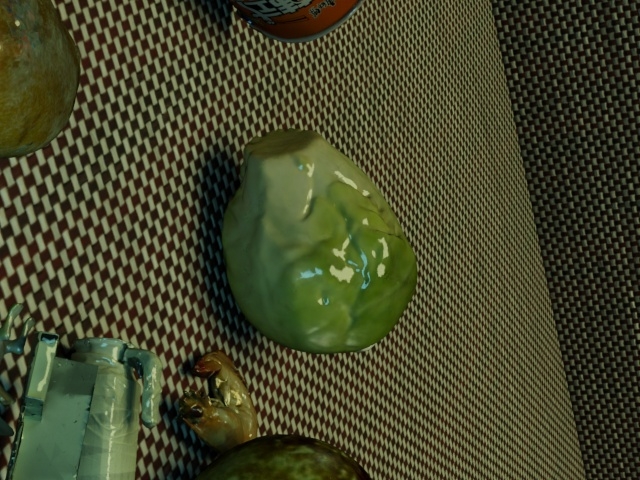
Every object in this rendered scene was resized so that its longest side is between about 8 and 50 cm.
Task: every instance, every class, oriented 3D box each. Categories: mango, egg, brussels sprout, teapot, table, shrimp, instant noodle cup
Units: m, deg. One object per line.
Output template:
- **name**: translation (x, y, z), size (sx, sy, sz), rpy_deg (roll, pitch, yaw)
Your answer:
- **mango**: translation (-0.300, -0.170, 1.177), size (0.316, 0.146, 0.192), rpy_deg (-15, 99, -82)
- **egg**: translation (-0.052, 0.343, 1.499), size (0.289, 0.238, 0.238), rpy_deg (14, 70, -50)
- **brussels sprout**: translation (0.001, 0.013, 1.707), size (0.316, 0.243, 0.273), rpy_deg (58, 28, -45)
- **teapot**: translation (-0.213, 0.198, 1.314), size (0.077, 0.107, 0.200), rpy_deg (35, 52, -59)
- **table**: translation (-0.247, 0.180, 1.181), size (0.175, 0.063, 0.146), rpy_deg (123, -24, -63)
- **shrimp**: translation (-0.126, 0.195, 1.596), size (0.236, 0.053, 0.133), rpy_deg (38, 52, -64)
- **instant noodle cup**: translation (-0.067, -0.405, 1.692), size (0.192, 0.250, 0.250), rpy_deg (21, 64, -54)

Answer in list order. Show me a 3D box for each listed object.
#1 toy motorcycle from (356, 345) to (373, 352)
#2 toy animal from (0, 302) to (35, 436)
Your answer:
- **toy motorcycle**: translation (0.020, 0.065, 1.954), size (0.112, 0.113, 0.254), rpy_deg (-59, 136, -56)
- **toy animal**: translation (-0.299, 0.083, 1.151), size (0.219, 0.095, 0.155), rpy_deg (63, 27, -52)
